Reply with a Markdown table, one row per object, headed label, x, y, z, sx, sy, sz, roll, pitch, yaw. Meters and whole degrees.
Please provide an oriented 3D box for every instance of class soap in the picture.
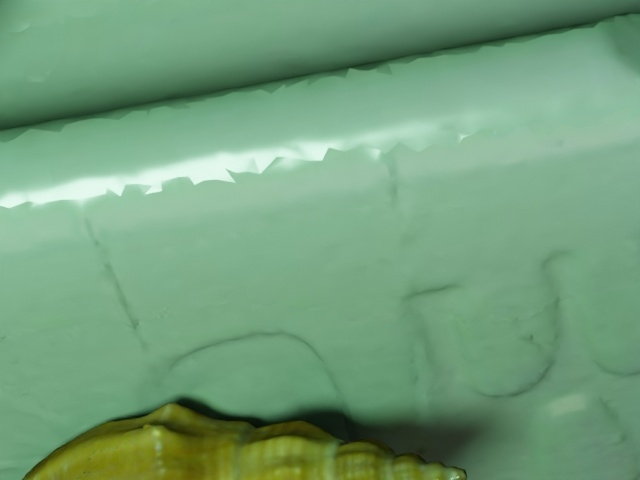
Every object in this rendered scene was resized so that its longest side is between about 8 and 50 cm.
| label | x | y | z | sx | sy | sz | roll | pitch | yaw |
| --- | --- | --- | --- | --- | --- | --- | --- | --- | --- |
| soap | 0.000 | 0.000 | 0.788 | 0.435 | 0.213 | 0.350 | -7 | 141 | 6 |

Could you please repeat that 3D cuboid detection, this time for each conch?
| label | x | y | z | sx | sy | sz | roll | pitch | yaw |
| --- | --- | --- | --- | --- | --- | --- | --- | --- | --- |
| conch | -0.085 | 0.145 | 0.718 | 0.330 | 0.093 | 0.109 | -21 | 134 | 20 |
